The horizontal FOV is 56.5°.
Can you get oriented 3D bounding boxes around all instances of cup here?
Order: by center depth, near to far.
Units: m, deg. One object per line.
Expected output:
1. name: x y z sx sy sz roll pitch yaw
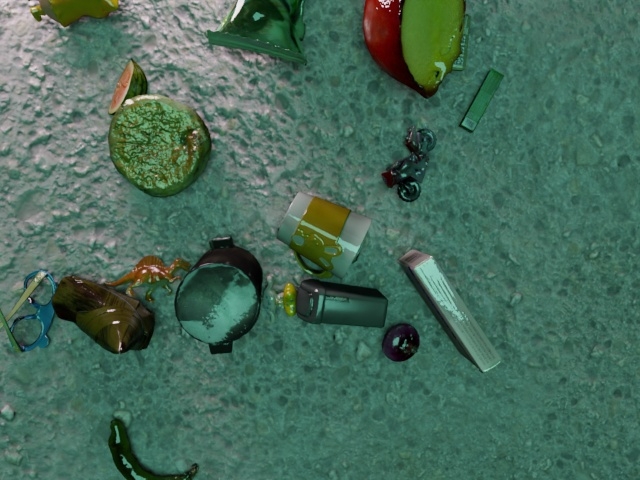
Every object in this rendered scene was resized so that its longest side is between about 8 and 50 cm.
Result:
1. cup: 0.000 0.000 1.623 0.226 0.185 0.241 27 125 0

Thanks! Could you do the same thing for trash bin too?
1. trash bin: -0.252 0.130 1.545 0.203 0.301 0.251 -5 99 -3
2. trash bin: 0.051 0.172 1.628 0.237 0.177 0.101 7 94 -7

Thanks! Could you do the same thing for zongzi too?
1. zongzi: -0.580 0.201 1.533 0.286 0.300 0.138 27 93 -6

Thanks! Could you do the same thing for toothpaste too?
1. toothpaste: 0.449 -0.388 1.663 0.043 0.037 0.178 28 93 -2

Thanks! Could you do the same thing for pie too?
1. pie: -0.436 -0.254 1.605 0.277 0.078 0.276 0 99 -2

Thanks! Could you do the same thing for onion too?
1. onion: 0.232 0.292 1.685 0.115 0.104 0.115 -15 116 -33

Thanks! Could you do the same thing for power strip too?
1. power strip: 0.371 -0.557 1.646 0.076 0.028 0.168 4 95 -2

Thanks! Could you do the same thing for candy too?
1. candy: -0.135 -0.659 1.549 0.263 0.172 0.397 9 82 -8

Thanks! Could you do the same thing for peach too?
1. peach: 0.233 -0.558 1.560 0.258 0.201 0.361 -17 112 -31

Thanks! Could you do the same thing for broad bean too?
1. broad bean: -0.505 0.639 1.709 0.292 0.049 0.144 34 87 -8

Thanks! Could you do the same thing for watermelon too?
1. watermelon: -0.507 -0.399 1.610 0.069 0.087 0.163 20 98 -42

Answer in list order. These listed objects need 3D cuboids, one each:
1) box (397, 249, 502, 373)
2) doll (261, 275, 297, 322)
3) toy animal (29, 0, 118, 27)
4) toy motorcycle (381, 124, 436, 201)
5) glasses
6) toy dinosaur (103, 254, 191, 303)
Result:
1. box: 0.348 0.187 1.632 0.065 0.200 0.343 -35 97 -2
2. doll: -0.119 0.160 1.674 0.113 0.071 0.135 -23 103 16
3. toy animal: -0.639 -0.634 1.532 0.230 0.156 0.155 -17 96 2
4. toy motorcycle: 0.241 -0.217 1.649 0.123 0.082 0.213 20 86 -15
5. glasses: -0.825 0.191 1.600 0.102 0.207 0.238 22 93 31
6. toy dinosaur: -0.482 0.094 1.653 0.212 0.057 0.142 20 83 -6
